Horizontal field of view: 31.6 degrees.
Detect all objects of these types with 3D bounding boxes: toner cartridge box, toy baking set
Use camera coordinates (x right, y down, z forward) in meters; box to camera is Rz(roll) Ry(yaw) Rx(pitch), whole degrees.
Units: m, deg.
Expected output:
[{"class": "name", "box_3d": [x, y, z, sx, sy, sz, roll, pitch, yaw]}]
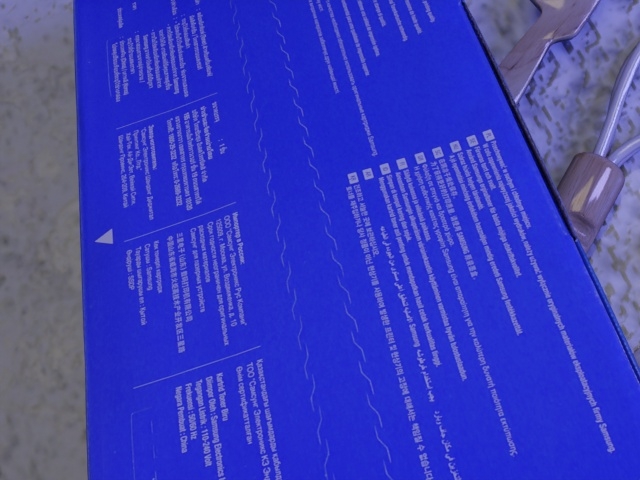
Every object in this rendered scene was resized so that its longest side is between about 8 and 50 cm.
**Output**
[{"class": "toner cartridge box", "box_3d": [0.000, 0.000, 0.421, 0.165, 0.075, 0.348, -17, 46, 4]}, {"class": "toy baking set", "box_3d": [0.126, -0.007, 0.502, 0.197, 0.030, 0.256, -27, 72, 0]}]
